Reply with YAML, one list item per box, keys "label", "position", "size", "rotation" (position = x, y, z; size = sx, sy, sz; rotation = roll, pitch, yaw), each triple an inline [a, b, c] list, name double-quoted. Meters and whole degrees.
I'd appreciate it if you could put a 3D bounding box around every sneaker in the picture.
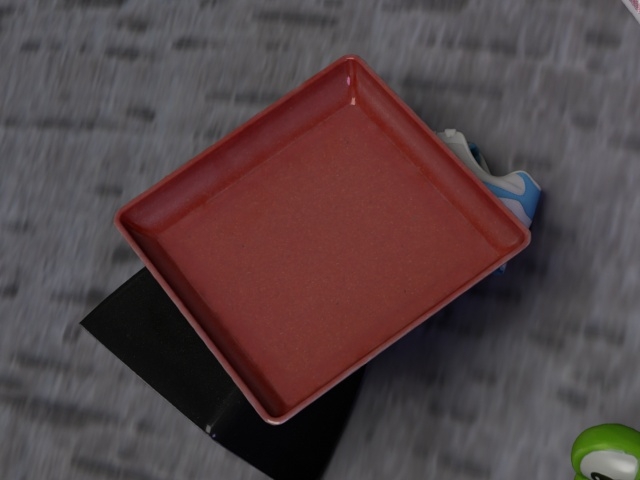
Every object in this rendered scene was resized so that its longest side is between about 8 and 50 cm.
- label: "sneaker"
  position: [0.090, -0.056, 1.433]
  size: [0.228, 0.087, 0.092]
  rotation: [30, 86, 29]

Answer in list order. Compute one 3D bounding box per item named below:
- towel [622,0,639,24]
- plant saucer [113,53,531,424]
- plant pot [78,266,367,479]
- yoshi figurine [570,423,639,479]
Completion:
- label: "towel"
  position: [0.322, -0.270, 1.361]
  size: [0.197, 0.029, 0.144]
  rotation: [-42, 58, 18]
- label: "plant saucer"
  position: [0.000, 0.000, 1.346]
  size: [0.258, 0.048, 0.259]
  rotation: [-35, 57, -9]
- label: "plant pot"
  position: [-0.061, 0.089, 1.440]
  size: [0.187, 0.188, 0.167]
  rotation: [36, 84, 35]
- label: "yoshi figurine"
  position: [0.311, 0.242, 1.143]
  size: [0.362, 0.203, 0.204]
  rotation: [17, 94, 38]
